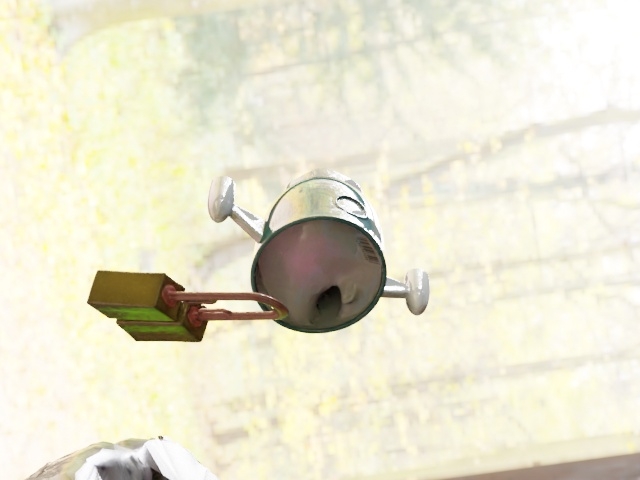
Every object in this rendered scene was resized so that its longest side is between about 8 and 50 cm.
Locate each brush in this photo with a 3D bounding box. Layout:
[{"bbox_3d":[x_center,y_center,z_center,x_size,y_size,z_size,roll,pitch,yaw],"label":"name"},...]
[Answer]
[{"bbox_3d":[-0.139,0.076,1.538,0.103,0.233,0.047,45,53,-48],"label":"brush"}]

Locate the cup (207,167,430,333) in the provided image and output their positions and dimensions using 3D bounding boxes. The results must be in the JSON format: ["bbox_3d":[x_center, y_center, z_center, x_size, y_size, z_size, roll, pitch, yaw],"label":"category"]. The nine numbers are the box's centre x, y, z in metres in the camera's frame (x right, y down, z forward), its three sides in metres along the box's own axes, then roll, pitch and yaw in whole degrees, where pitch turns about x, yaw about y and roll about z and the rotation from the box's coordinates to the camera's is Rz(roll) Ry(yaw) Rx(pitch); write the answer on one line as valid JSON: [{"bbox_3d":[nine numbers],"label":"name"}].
[{"bbox_3d":[0.000,0.000,1.672,0.167,0.300,0.173,-58,-165,27],"label":"cup"}]

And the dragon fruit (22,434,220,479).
[{"bbox_3d":[-0.113,0.253,0.704,0.283,0.221,0.204,49,7,-23],"label":"dragon fruit"}]
